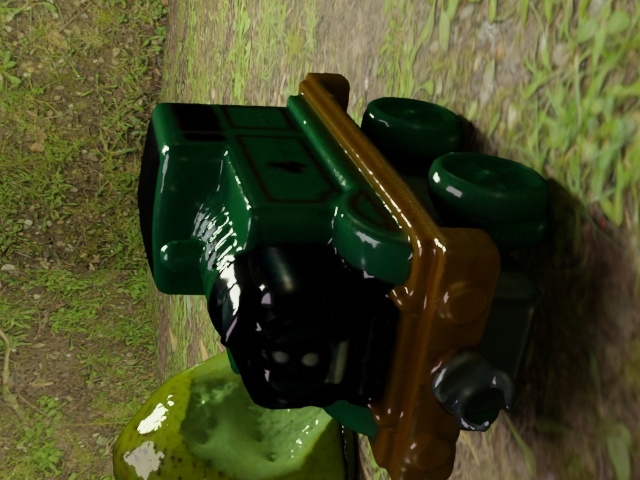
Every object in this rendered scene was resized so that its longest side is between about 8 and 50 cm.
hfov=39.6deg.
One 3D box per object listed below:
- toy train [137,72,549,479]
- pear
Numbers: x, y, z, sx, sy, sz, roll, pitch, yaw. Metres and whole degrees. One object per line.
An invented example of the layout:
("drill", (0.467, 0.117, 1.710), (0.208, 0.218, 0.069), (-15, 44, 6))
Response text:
("toy train", (0.000, 0.000, 0.643), (0.429, 0.249, 0.178), (-118, 33, -60))
("pear", (-0.104, 0.223, 1.017), (0.292, 0.292, 0.159), (-108, 15, -48))
